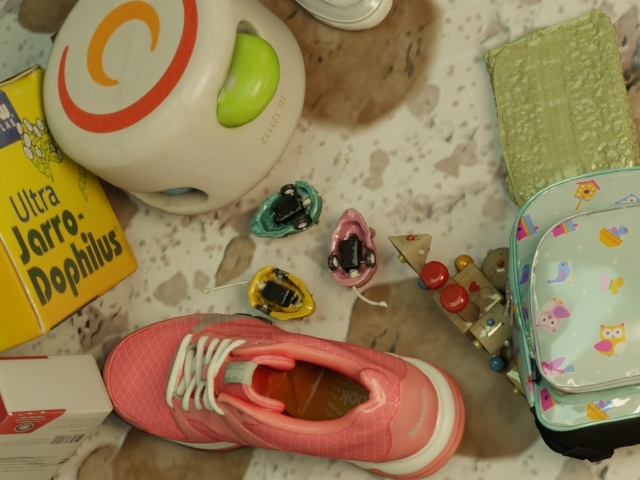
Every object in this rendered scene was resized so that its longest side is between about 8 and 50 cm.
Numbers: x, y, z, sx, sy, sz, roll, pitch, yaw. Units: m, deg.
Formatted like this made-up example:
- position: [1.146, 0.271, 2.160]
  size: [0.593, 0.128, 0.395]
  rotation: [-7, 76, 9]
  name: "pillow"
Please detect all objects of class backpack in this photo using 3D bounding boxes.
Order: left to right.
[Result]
- position: [0.210, 0.041, 1.342]
  size: [0.165, 0.144, 0.188]
  rotation: [-12, 63, 7]
  name: "backpack"

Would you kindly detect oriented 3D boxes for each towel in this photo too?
- position: [0.186, -0.099, 1.470]
  size: [0.110, 0.027, 0.148]
  rotation: [-18, 66, 21]
  name: "towel"

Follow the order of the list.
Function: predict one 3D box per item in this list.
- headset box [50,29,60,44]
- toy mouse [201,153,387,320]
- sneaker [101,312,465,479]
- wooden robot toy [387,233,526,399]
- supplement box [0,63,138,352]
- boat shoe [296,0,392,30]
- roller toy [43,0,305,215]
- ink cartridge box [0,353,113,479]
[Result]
- position: [-0.188, -0.173, 1.665]
  size: [0.083, 0.062, 0.032]
  rotation: [-33, 62, 16]
  name: "headset box"
- position: [0.000, 0.000, 1.533]
  size: [0.161, 0.031, 0.143]
  rotation: [18, 84, 30]
  name: "toy mouse"
- position: [-0.050, 0.102, 1.466]
  size: [0.313, 0.136, 0.116]
  rotation: [5, 77, 29]
  name: "sneaker"
- position: [0.129, 0.036, 1.437]
  size: [0.079, 0.076, 0.173]
  rotation: [-40, 61, -1]
  name: "wooden robot toy"
- position: [-0.368, 0.023, 1.581]
  size: [0.356, 0.194, 0.195]
  rotation: [-22, 97, 22]
  name: "supplement box"
- position: [-0.017, -0.240, 1.596]
  size: [0.066, 0.063, 0.184]
  rotation: [-48, 59, 7]
  name: "boat shoe"
- position: [-0.116, -0.126, 1.565]
  size: [0.191, 0.146, 0.209]
  rotation: [-39, 51, 15]
  name: "roller toy"
- position: [-0.246, 0.151, 1.547]
  size: [0.135, 0.099, 0.056]
  rotation: [-47, 56, 38]
  name: "ink cartridge box"
